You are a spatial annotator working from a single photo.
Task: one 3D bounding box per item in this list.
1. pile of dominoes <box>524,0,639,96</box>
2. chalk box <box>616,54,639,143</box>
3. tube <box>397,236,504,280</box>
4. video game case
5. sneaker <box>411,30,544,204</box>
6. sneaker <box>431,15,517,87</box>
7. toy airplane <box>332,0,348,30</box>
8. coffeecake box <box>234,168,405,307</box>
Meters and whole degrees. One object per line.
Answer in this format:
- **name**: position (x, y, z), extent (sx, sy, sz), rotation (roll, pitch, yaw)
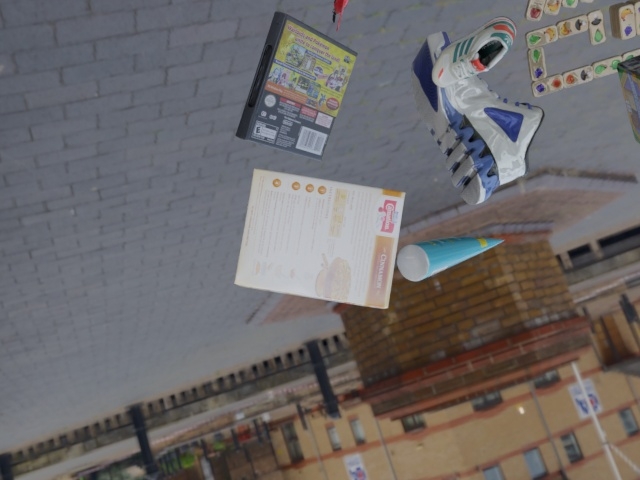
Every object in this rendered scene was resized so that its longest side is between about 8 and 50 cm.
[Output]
- **pile of dominoes**: position (0.476, -0.372, 1.297), extent (0.251, 0.196, 0.040), rotation (-19, -157, -5)
- **chalk box**: position (0.515, -0.195, 1.045), extent (0.132, 0.132, 0.213), rotation (-18, -163, 15)
- **tube**: position (0.192, 0.016, 1.113), extent (0.080, 0.052, 0.207), rotation (7, -167, 38)
- **video game case**: position (-0.042, -0.302, 1.531), extent (0.035, 0.248, 0.275), rotation (24, -171, 31)
- **sneaker**: position (0.300, -0.233, 1.389), extent (0.182, 0.315, 0.127), rotation (-18, 170, -16)
- **sneaker**: position (0.238, -0.289, 1.196), extent (0.161, 0.057, 0.075), rotation (-30, -155, 37)
- **toy airplane**: position (0.053, -0.511, 1.560), extent (0.028, 0.151, 0.151), rotation (22, 153, -13)
- **coffeecake box**: position (0.000, 0.000, 0.921), extent (0.186, 0.142, 0.068), rotation (9, 174, 1)
